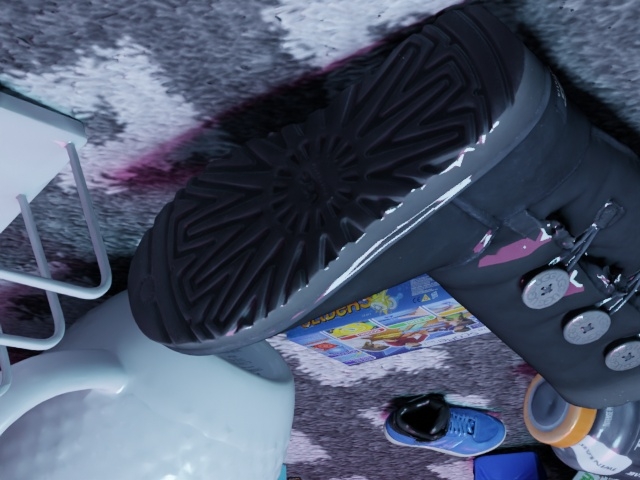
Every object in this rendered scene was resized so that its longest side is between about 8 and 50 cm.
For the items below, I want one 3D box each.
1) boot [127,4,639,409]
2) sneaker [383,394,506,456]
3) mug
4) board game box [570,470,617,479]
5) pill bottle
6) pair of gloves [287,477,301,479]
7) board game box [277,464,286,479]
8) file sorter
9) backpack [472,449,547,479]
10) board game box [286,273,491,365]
[{"bbox_3d":[0.120,0.038,1.009,0.367,0.146,0.445,-30,145,24],"label":"boot"},{"bbox_3d":[0.157,0.224,1.484,0.152,0.058,0.084,7,160,-4],"label":"sneaker"},{"bbox_3d":[-0.205,0.208,1.110,0.328,0.276,0.374,-56,149,8],"label":"mug"},{"bbox_3d":[0.339,0.379,1.667,0.053,0.193,0.305,36,157,18],"label":"board game box"},{"bbox_3d":[0.345,0.207,1.389,0.246,0.130,0.130,17,146,-32],"label":"pill bottle"},{"bbox_3d":[-0.063,0.359,1.773,0.083,0.010,0.074,-6,151,1],"label":"pair of gloves"},{"bbox_3d":[-0.249,0.326,1.624,0.254,0.079,0.336,-23,145,34],"label":"board game box"},{"bbox_3d":[-0.308,0.034,0.878,0.278,0.173,0.193,-41,143,25],"label":"file sorter"},{"bbox_3d":[0.262,0.347,1.682,0.098,0.101,0.120,-4,156,17],"label":"backpack"},{"bbox_3d":[0.085,0.075,1.205,0.201,0.035,0.136,-16,156,24],"label":"board game box"}]
